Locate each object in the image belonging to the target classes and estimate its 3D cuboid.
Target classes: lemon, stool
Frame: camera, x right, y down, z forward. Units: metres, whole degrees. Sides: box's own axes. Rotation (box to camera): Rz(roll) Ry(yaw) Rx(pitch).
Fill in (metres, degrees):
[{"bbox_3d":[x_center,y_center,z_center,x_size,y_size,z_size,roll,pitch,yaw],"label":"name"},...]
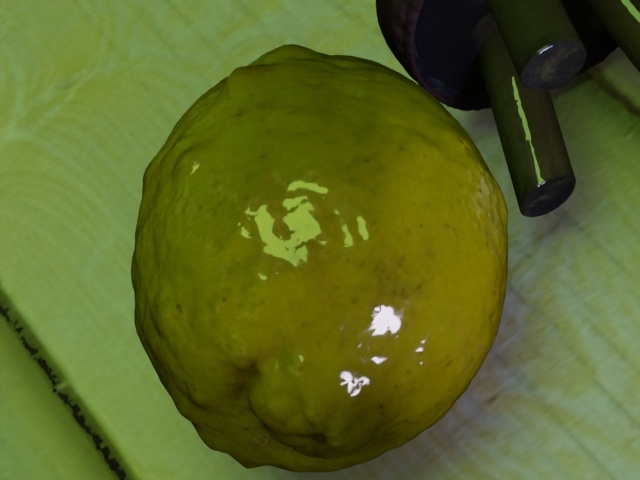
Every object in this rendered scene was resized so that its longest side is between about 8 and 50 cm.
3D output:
[{"bbox_3d":[0.001,0.005,1.347,0.285,0.285,0.316,12,56,29],"label":"lemon"},{"bbox_3d":[0.192,-0.166,1.386,0.272,0.272,0.178,-30,57,1],"label":"stool"}]
